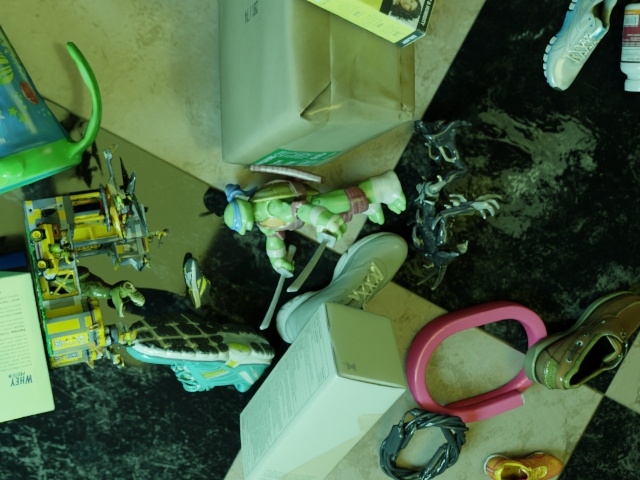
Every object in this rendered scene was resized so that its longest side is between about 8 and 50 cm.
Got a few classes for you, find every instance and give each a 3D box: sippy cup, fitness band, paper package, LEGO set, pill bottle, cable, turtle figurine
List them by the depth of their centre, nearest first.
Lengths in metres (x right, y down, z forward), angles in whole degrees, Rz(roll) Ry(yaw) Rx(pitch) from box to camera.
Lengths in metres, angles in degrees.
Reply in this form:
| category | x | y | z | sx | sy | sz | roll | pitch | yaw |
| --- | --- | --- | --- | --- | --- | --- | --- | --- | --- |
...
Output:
| category | x | y | z | sx | sy | sz | roll | pitch | yaw |
| --- | --- | --- | --- | --- | --- | --- | --- | --- | --- |
| sippy cup | -0.457 | -0.164 | 1.053 | 0.305 | 0.240 | 0.224 | -26 | 102 | -38 |
| paper package | -0.018 | -0.268 | 1.099 | 0.168 | 0.325 | 0.310 | 1 | 85 | -22 |
| LEGO set | -0.284 | 0.046 | 1.116 | 0.192 | 0.331 | 0.255 | -10 | 73 | -20 |
| turtle figurine | 0.000 | 0.000 | 1.276 | 0.266 | 0.275 | 0.198 | -17 | 142 | -21 |
| pill bottle | 0.585 | -0.346 | 1.477 | 0.086 | 0.086 | 0.152 | -6 | 105 | -20 |
| cable | 0.186 | 0.374 | 1.492 | 0.150 | 0.047 | 0.185 | 3 | 123 | -17 |
| fitness band | 0.292 | 0.223 | 1.515 | 0.290 | 0.054 | 0.209 | -13 | 107 | -19 |

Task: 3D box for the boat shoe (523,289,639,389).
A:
| category | x | y | z | sx | sy | sz | roll | pitch | yaw |
| --- | --- | --- | --- | --- | --- | --- | --- | --- | --- |
| boat shoe | 0.525 | 0.197 | 1.548 | 0.307 | 0.104 | 0.111 | -30 | 116 | -25 |

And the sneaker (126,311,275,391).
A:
| category | x | y | z | sx | sy | sz | roll | pitch | yaw |
| --- | --- | --- | --- | --- | --- | --- | --- | --- | --- |
| sneaker | -0.183 | 0.186 | 1.266 | 0.275 | 0.107 | 0.110 | 20 | 107 | -46 |

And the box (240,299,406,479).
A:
| category | x | y | z | sx | sy | sz | roll | pitch | yaw |
| --- | --- | --- | --- | --- | --- | --- | --- | --- | --- |
| box | -0.007 | 0.251 | 1.278 | 0.121 | 0.148 | 0.311 | 16 | 131 | -24 |

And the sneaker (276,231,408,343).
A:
| category | x | y | z | sx | sy | sz | roll | pitch | yaw |
| --- | --- | --- | --- | --- | --- | --- | --- | --- | --- |
| sneaker | 0.054 | 0.093 | 1.354 | 0.262 | 0.121 | 0.099 | -41 | 114 | -8 |

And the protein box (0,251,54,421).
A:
| category | x | y | z | sx | sy | sz | roll | pitch | yaw |
| --- | --- | --- | --- | --- | --- | --- | --- | --- | --- |
| protein box | -0.491 | 0.142 | 1.146 | 0.199 | 0.136 | 0.201 | -11 | 105 | -19 |

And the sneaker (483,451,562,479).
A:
| category | x | y | z | sx | sy | sz | roll | pitch | yaw |
| --- | --- | --- | --- | --- | --- | --- | --- | --- | --- |
| sneaker | 0.402 | 0.452 | 1.604 | 0.175 | 0.067 | 0.064 | 2 | 100 | -23 |

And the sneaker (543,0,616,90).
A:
| category | x | y | z | sx | sy | sz | roll | pitch | yaw |
| --- | --- | --- | --- | --- | --- | --- | --- | --- | --- |
| sneaker | 0.453 | -0.351 | 1.427 | 0.071 | 0.083 | 0.191 | 18 | 97 | -25 |

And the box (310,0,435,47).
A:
| category | x | y | z | sx | sy | sz | roll | pitch | yaw |
| --- | --- | --- | --- | --- | --- | --- | --- | --- | --- |
| box | 0.018 | -0.304 | 0.910 | 0.232 | 0.058 | 0.087 | 22 | 79 | -20 |

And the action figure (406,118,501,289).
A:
| category | x | y | z | sx | sy | sz | roll | pitch | yaw |
| --- | --- | --- | --- | --- | --- | --- | --- | --- | --- |
| action figure | 0.217 | -0.061 | 1.364 | 0.140 | 0.164 | 0.276 | -3 | 98 | -16 |

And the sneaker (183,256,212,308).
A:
| category | x | y | z | sx | sy | sz | roll | pitch | yaw |
| --- | --- | --- | --- | --- | --- | --- | --- | --- | --- |
| sneaker | -0.193 | 0.065 | 1.305 | 0.035 | 0.031 | 0.083 | -15 | 112 | -31 |
